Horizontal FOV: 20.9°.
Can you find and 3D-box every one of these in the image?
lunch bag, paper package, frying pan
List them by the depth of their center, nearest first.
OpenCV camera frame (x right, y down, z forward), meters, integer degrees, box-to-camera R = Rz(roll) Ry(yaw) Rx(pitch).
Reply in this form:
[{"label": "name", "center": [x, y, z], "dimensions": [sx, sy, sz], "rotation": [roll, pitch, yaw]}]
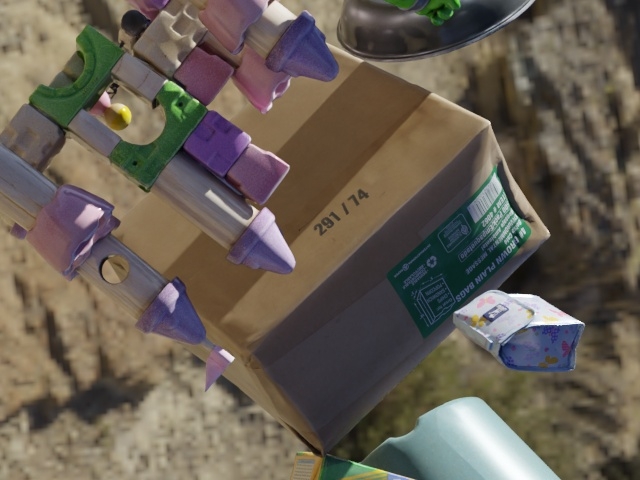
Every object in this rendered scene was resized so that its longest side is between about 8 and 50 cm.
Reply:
[{"label": "lunch bag", "center": [0.158, 0.072, 1.395], "dimensions": [0.083, 0.071, 0.053], "rotation": [1, 107, -27]}, {"label": "frying pan", "center": [0.122, -0.264, 1.592], "dimensions": [0.053, 0.197, 0.326], "rotation": [67, 31, -32]}, {"label": "paper package", "center": [0.000, 0.000, 1.698], "dimensions": [0.325, 0.309, 0.168], "rotation": [-43, 131, -12]}]

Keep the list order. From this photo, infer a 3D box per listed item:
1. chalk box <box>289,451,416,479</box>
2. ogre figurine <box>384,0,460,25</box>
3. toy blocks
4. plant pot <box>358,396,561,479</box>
[{"label": "chalk box", "center": [0.072, 0.295, 1.686], "dimensions": [0.132, 0.213, 0.132], "rotation": [154, -48, -74]}, {"label": "ogre figurine", "center": [0.078, -0.248, 1.300], "dimensions": [0.118, 0.197, 0.097], "rotation": [-2, 66, -27]}, {"label": "toy blocks", "center": [-0.113, -0.065, 1.437], "dimensions": [0.288, 0.260, 0.309], "rotation": [-54, -178, -10]}, {"label": "plant pot", "center": [0.197, 0.390, 2.075], "dimensions": [0.334, 0.341, 0.341], "rotation": [52, 13, 22]}]
